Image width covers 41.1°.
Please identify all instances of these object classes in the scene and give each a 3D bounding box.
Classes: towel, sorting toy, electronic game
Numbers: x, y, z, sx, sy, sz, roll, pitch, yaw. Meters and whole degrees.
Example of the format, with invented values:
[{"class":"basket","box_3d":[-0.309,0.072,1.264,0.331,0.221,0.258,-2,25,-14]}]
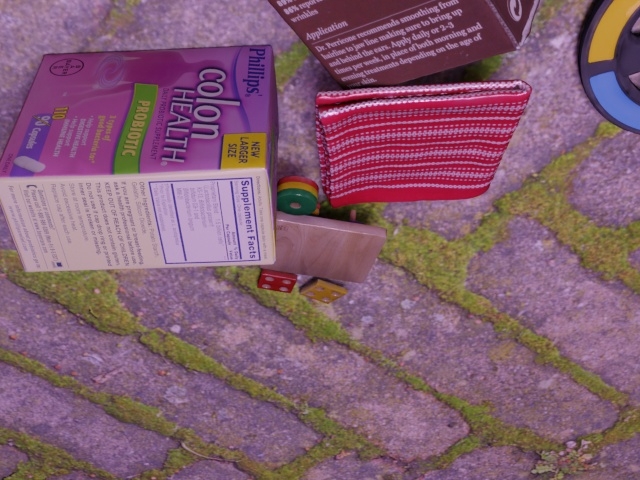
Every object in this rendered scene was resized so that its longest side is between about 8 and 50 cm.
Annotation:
[{"class":"towel","box_3d":[0.096,-0.091,0.882,0.198,0.031,0.275,-4,165,2]},{"class":"sorting toy","box_3d":[0.000,0.000,1.021,0.132,0.046,0.274,9,152,-6]},{"class":"electronic game","box_3d":[0.378,-0.202,0.866,0.229,0.048,0.229,-1,131,-1]}]

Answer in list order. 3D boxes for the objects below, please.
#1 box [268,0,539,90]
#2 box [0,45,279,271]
[{"class":"box","box_3d":[0.002,-0.303,0.668,0.191,0.143,0.381,-7,140,43]},{"class":"box","box_3d":[-0.165,-0.086,0.845,0.243,0.214,0.117,-1,132,0]}]
